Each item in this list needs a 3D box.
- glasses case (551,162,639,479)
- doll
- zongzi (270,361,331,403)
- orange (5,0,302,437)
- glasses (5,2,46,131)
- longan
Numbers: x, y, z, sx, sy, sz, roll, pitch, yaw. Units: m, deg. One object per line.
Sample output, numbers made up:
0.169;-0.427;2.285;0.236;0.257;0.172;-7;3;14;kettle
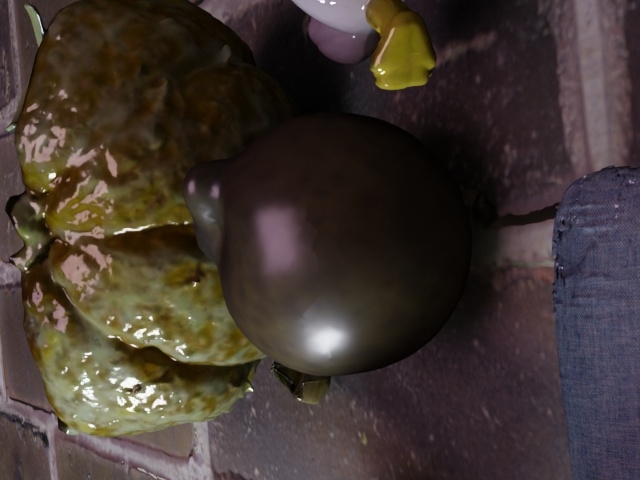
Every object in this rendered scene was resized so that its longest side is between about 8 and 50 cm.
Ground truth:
0.176;0.100;0.607;0.109;0.067;0.282;170;92;-66;glasses case
0.003;-0.221;0.784;0.365;0.094;0.160;-104;9;-60;doll
-0.013;0.091;0.996;0.076;0.040;0.083;-153;73;-65;zongzi
-0.103;-0.020;0.944;0.210;0.271;0.369;1;96;19;orange
-0.247;-0.176;1.274;0.102;0.207;0.239;-2;96;26;glasses
0.000;0.000;0.789;0.159;0.204;0.185;-52;-15;-68;longan
